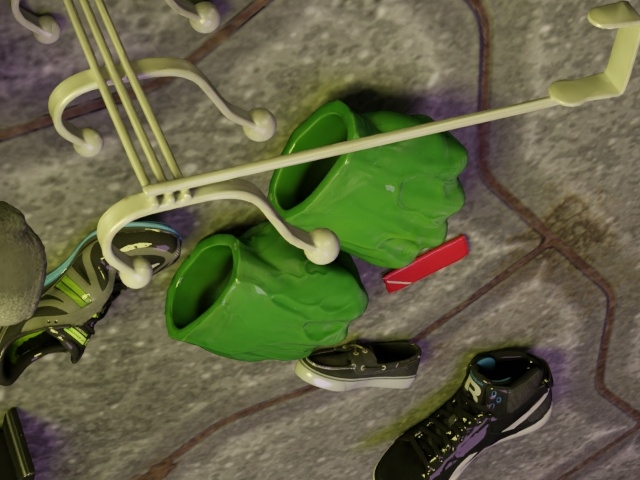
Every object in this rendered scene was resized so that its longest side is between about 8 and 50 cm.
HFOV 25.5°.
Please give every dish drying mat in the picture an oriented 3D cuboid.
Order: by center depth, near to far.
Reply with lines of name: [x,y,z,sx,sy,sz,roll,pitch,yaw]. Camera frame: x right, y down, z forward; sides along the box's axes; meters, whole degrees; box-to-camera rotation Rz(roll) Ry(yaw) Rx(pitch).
dish drying mat: [0.097,0.023,1.297,0.083,0.008,0.032,-26,144,-2]

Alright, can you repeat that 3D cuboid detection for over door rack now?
over door rack: [-0.003,-0.114,0.857,0.324,0.239,0.108,-22,142,-8]

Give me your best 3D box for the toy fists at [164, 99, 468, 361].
toy fists: [0.000,0.000,1.134,0.142,0.096,0.279,21,125,-35]

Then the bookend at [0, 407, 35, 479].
bookend: [-0.339,0.229,1.215,0.157,0.072,0.156,-6,139,-27]

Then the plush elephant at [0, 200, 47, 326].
plush elephant: [-0.335,-0.053,0.721,0.330,0.255,0.271,-32,125,-45]

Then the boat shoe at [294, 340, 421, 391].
boat shoe: [0.037,0.114,1.348,0.142,0.049,0.040,4,115,-39]

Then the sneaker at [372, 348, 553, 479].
sneaker: [0.142,0.180,1.477,0.217,0.079,0.121,-29,143,-12]

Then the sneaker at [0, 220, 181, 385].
sneaker: [-0.182,0.050,1.087,0.188,0.078,0.067,-32,145,5]
